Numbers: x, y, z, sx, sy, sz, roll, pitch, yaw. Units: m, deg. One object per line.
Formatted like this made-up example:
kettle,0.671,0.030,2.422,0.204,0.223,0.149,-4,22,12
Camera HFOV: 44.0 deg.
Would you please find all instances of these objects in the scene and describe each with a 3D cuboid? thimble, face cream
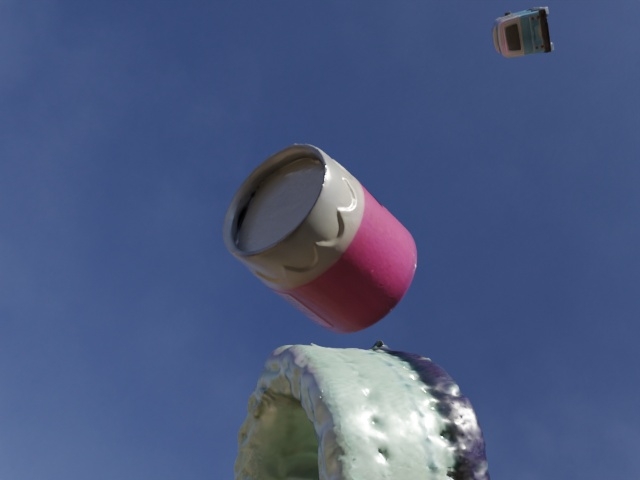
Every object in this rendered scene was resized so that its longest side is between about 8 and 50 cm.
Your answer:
thimble,0.023,0.193,0.647,0.150,0.237,0.237,9,-41,-26
face cream,0.000,0.000,0.994,0.175,0.175,0.195,-18,-44,37

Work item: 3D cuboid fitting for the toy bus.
toy bus,0.271,-0.281,1.076,0.075,0.123,0.060,-10,-75,11
